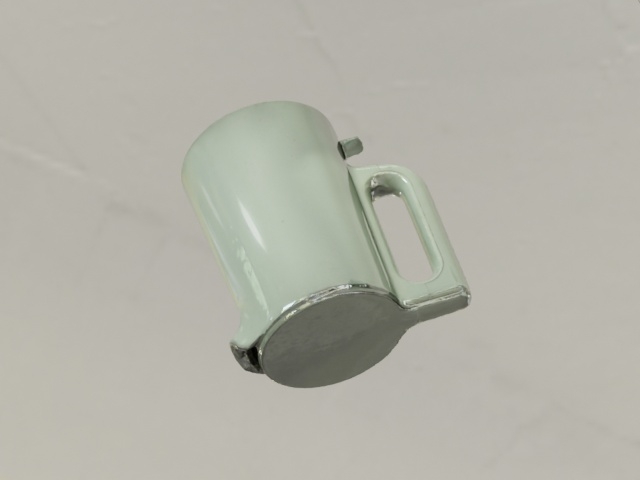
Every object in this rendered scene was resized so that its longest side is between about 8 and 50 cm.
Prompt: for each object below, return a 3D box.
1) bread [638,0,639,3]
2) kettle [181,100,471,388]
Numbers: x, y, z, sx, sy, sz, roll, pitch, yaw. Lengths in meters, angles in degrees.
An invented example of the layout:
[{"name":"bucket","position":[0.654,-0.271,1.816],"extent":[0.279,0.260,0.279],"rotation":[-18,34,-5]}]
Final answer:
[{"name":"bread","position":[0.222,-0.201,0.888],"extent":[0.134,0.244,0.244],"rotation":[-12,-31,-7]},{"name":"kettle","position":[-0.004,0.004,1.022],"extent":[0.127,0.148,0.098],"rotation":[5,-46,-33]}]
